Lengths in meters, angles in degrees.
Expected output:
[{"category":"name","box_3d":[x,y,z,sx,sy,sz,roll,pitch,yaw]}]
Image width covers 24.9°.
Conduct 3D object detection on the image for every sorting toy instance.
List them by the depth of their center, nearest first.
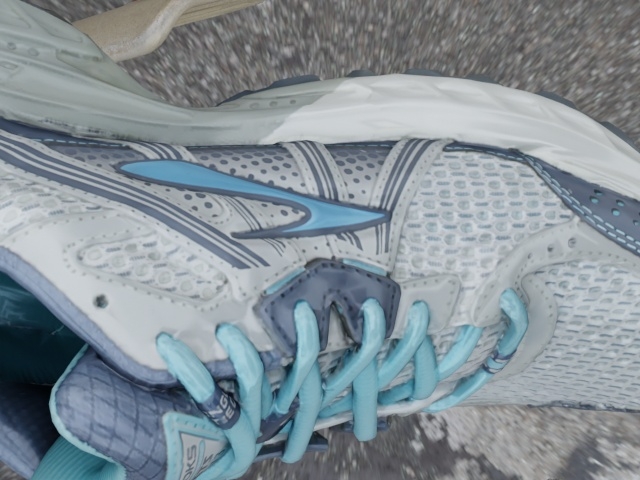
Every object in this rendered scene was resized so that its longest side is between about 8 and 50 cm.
[{"category":"sorting toy","box_3d":[-0.104,-0.137,0.850,0.229,0.307,0.041,-28,105,-41]}]

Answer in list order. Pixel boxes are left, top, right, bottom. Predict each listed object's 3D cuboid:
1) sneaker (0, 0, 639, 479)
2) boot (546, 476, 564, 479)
[{"category":"sneaker","box_3d":[-0.025,0.024,0.363,0.283,0.122,0.110,9,132,-11]},{"category":"boot","box_3d":[0.094,0.259,1.141,0.209,0.189,0.076,-3,47,1]}]
